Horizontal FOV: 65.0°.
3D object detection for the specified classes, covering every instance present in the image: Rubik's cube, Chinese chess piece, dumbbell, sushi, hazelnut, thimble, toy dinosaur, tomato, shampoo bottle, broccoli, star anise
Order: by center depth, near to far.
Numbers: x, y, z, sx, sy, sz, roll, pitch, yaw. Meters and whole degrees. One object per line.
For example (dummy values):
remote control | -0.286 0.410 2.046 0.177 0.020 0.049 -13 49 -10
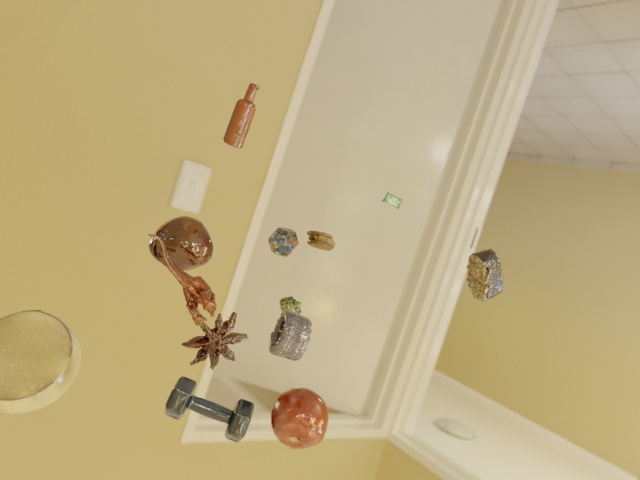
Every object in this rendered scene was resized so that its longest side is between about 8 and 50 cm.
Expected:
sushi | 0.470 0.100 1.437 0.078 0.150 0.090 -18 -154 -19
thimble | -0.096 0.305 1.609 0.097 0.150 0.150 22 180 -15
Chinese chess piece | -0.980 0.398 1.668 0.338 0.338 0.140 18 143 -4
toy dinosaur | -0.419 0.163 1.670 0.208 0.097 0.432 57 171 41
Rubik's cube | -0.130 0.004 1.767 0.111 0.111 0.093 19 162 24
tomato | -0.072 0.623 1.776 0.208 0.208 0.184 19 -138 -1
dumbbell | -0.413 0.629 1.875 0.316 0.156 0.143 23 173 -5
shampoo bottle | -0.291 -0.471 1.891 0.085 0.244 0.085 22 -167 -6
hazelnut | -0.528 0.011 1.910 0.251 0.217 0.217 16 179 32
star anise | -0.425 0.404 2.046 0.288 0.288 0.088 18 -176 -38
broccoli | -0.118 0.271 2.066 0.092 0.097 0.095 -3 -166 36

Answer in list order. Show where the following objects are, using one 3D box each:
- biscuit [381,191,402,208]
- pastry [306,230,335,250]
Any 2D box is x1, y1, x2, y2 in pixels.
biscuit | 0.285 -0.159 1.989 0.089 0.046 0.016 22 -170 -28
pastry | 0.000 0.000 1.797 0.109 0.057 0.097 13 173 -4
